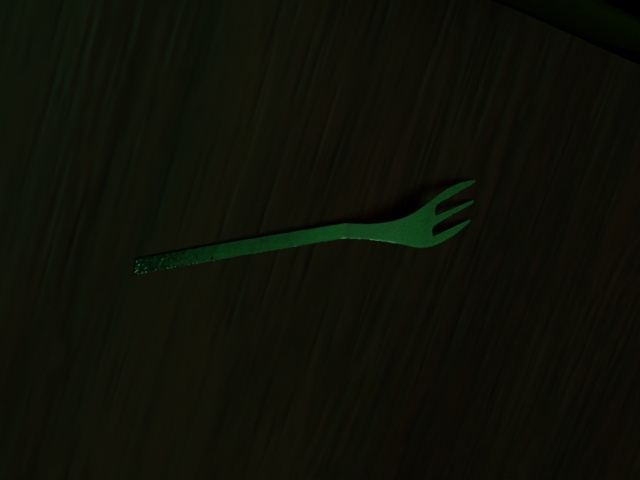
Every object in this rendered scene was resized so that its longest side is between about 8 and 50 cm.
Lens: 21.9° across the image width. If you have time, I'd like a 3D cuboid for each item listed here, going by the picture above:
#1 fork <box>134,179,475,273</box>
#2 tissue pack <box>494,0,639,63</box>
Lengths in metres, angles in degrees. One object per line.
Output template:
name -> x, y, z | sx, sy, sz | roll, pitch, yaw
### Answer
fork -> 0.001, 0.001, 0.968 | 0.235, 0.021, 0.039 | -12, 118, -31
tissue pack -> 0.106, -0.241, 0.751 | 0.417, 0.253, 0.264 | 15, 104, -40
